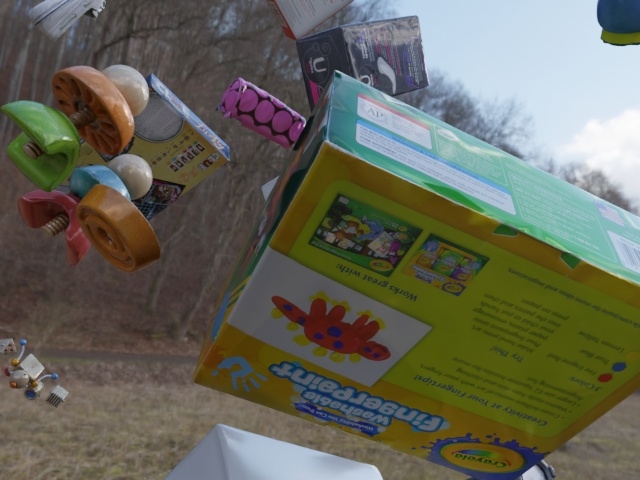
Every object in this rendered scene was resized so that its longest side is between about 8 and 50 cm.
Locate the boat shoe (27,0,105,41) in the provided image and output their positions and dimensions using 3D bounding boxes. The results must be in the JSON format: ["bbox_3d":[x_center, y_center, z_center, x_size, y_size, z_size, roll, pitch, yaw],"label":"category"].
[{"bbox_3d":[-0.475,-0.485,1.233,0.076,0.226,0.083,55,-16,-25],"label":"boat shoe"}]

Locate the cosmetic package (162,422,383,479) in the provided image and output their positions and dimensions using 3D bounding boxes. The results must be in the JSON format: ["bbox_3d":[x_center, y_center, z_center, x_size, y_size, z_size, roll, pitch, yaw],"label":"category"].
[{"bbox_3d":[-0.096,0.519,0.796,0.329,0.394,0.327,30,21,-36],"label":"cosmetic package"}]

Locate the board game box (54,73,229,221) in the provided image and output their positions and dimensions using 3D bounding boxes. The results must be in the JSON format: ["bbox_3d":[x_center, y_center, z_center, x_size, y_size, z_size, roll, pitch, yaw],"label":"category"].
[{"bbox_3d":[-0.284,-0.116,0.930,0.243,0.042,0.165,-33,-52,18],"label":"board game box"}]

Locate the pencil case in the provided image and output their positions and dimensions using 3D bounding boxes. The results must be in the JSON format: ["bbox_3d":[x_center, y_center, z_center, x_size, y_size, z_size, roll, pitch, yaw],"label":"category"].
[{"bbox_3d":[-0.132,-0.287,1.422,0.209,0.098,0.095,22,-29,-37],"label":"pencil case"}]

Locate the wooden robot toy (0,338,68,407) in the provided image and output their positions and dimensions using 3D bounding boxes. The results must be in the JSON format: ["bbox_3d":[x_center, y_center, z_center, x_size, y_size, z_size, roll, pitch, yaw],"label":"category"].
[{"bbox_3d":[-0.577,0.271,1.183,0.076,0.173,0.079,-32,15,13],"label":"wooden robot toy"}]

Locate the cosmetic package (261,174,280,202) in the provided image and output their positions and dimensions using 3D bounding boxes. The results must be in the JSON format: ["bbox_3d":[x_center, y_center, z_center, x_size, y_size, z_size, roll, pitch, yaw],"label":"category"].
[{"bbox_3d":[0.000,0.000,1.002,0.085,0.231,0.117,-26,-11,42],"label":"cosmetic package"}]

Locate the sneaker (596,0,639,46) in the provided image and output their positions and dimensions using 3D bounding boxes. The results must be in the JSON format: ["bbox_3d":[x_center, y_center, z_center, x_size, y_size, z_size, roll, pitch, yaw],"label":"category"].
[{"bbox_3d":[0.329,-0.275,0.600,0.069,0.209,0.082,13,-41,37],"label":"sneaker"}]

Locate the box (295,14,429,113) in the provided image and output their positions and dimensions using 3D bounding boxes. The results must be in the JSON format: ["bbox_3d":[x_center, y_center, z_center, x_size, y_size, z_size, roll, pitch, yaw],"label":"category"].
[{"bbox_3d":[0.098,-0.388,1.344,0.143,0.165,0.270,1,19,45],"label":"box"}]

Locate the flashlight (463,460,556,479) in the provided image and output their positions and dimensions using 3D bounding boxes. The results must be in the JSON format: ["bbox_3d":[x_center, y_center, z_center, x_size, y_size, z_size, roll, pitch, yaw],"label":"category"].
[{"bbox_3d":[0.354,0.527,1.273,0.103,0.103,0.304,-9,-28,-31],"label":"flashlight"}]

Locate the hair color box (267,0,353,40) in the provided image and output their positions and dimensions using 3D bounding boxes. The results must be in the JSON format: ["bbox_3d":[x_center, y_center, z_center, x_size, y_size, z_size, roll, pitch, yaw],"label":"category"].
[{"bbox_3d":[0.005,-0.311,0.730,0.072,0.141,0.043,57,-4,-33],"label":"hair color box"}]

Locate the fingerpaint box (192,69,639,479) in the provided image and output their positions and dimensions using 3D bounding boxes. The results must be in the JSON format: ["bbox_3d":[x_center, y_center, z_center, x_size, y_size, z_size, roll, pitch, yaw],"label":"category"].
[{"bbox_3d":[0.128,0.076,0.716,0.444,0.163,0.371,22,-53,-12],"label":"fingerpaint box"}]

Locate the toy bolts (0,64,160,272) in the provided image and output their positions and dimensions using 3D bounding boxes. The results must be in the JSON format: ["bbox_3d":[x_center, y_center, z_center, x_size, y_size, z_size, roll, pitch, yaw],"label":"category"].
[{"bbox_3d":[-0.234,-0.068,0.707,0.218,0.158,0.228,44,-34,1],"label":"toy bolts"}]
